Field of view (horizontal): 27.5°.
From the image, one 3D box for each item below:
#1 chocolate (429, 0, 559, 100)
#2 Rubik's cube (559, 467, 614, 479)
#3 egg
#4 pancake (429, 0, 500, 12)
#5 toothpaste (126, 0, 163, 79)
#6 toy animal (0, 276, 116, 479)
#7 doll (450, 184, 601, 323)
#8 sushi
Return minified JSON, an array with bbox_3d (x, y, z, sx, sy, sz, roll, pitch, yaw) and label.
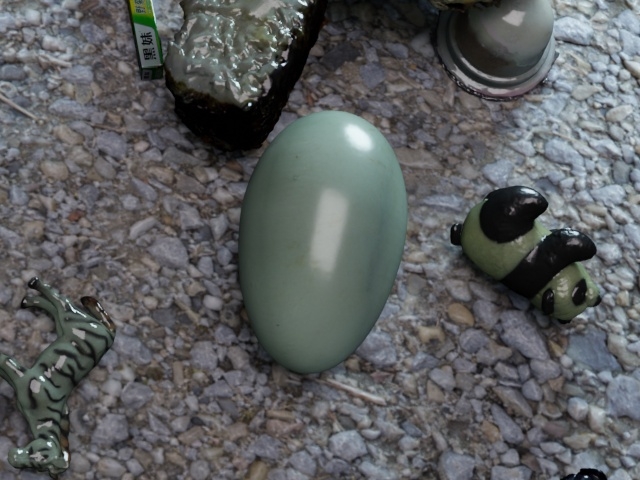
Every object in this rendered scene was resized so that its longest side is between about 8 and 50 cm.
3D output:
[{"bbox_3d":[0.286,-0.341,2.028,0.221,0.147,0.221,4,67,-8],"label":"chocolate"},{"bbox_3d":[0.314,0.536,1.591,0.362,0.363,0.358,31,64,-2],"label":"Rubik's cube"},{"bbox_3d":[0.000,0.000,1.786,0.230,0.230,0.370,12,73,-9],"label":"egg"},{"bbox_3d":[0.168,-0.454,1.994,0.382,0.071,0.382,1,39,0],"label":"pancake"},{"bbox_3d":[-0.265,-0.328,1.947,0.037,0.043,0.178,-7,72,-15],"label":"toothpaste"},{"bbox_3d":[-0.377,0.174,1.713,0.170,0.090,0.255,21,69,-10],"label":"toy animal"},{"bbox_3d":[0.311,0.018,1.910,0.234,0.143,0.135,39,90,2],"label":"doll"},{"bbox_3d":[-0.108,-0.298,1.905,0.197,0.182,0.343,23,66,1],"label":"sushi"}]
